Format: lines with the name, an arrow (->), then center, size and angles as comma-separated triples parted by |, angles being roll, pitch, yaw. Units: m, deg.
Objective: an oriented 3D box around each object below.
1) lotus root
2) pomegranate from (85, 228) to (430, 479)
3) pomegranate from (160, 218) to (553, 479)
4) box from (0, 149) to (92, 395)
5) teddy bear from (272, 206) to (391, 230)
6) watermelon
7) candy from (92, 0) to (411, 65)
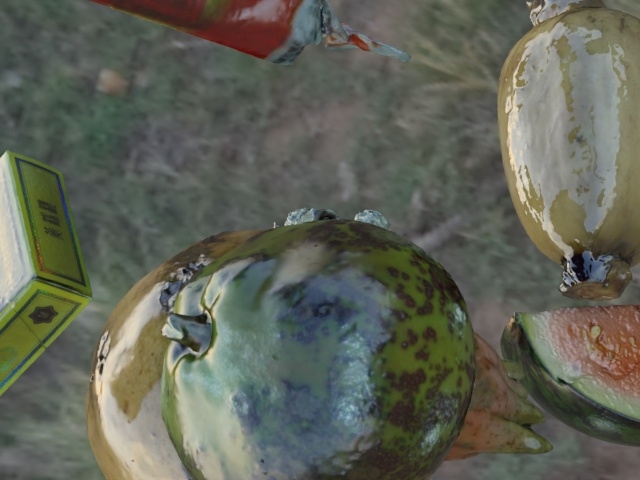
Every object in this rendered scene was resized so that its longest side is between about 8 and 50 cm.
lotus root -> 0.213, -0.082, 1.404 | 0.140, 0.154, 0.257 | -15, 67, 34
pomegranate -> -0.051, 0.143, 1.598 | 0.322, 0.322, 0.322 | -9, 75, 37
pomegranate -> 0.027, 0.079, 1.238 | 0.222, 0.276, 0.204 | 3, 110, 59
box -> -0.277, 0.053, 1.466 | 0.220, 0.064, 0.141 | -42, 45, 26
teddy bear -> 0.002, 0.020, 1.951 | 0.133, 0.213, 0.111 | -1, 92, 11
watermelon -> 0.257, 0.140, 1.675 | 0.137, 0.193, 0.145 | -30, 60, 15
candy -> -0.078, -0.144, 0.946 | 0.059, 0.292, 0.086 | -65, 28, 18
